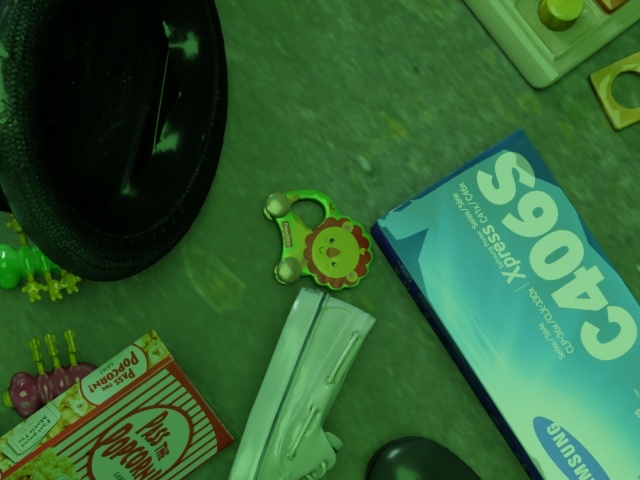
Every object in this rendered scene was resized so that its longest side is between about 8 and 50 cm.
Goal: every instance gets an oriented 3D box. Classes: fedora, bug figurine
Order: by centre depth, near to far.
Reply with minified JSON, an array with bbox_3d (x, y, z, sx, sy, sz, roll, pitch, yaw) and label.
[{"bbox_3d":[-0.218,-0.129,1.150,0.152,0.334,0.334,1,81,31],"label":"fedora"},{"bbox_3d":[-0.309,0.087,1.182,0.216,0.072,0.279,-10,80,-9],"label":"bug figurine"}]

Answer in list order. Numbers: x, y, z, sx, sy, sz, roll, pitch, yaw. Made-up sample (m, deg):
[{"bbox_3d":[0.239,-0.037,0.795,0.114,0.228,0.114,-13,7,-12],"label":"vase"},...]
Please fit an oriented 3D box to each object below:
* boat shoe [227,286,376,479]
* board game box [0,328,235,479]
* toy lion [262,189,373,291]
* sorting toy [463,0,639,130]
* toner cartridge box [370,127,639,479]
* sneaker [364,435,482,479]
[{"bbox_3d":[-0.022,0.178,1.180,0.088,0.096,0.268,19,74,4],"label":"boat shoe"},{"bbox_3d":[-0.187,0.183,1.142,0.193,0.147,0.045,-36,49,-6],"label":"board game box"},{"bbox_3d":[0.000,0.000,1.233,0.096,0.034,0.100,-9,83,-11],"label":"toy lion"},{"bbox_3d":[0.236,-0.271,1.271,0.196,0.047,0.348,-37,86,-7],"label":"sorting toy"},{"bbox_3d":[0.208,0.087,1.209,0.165,0.075,0.348,-33,86,-5],"label":"toner cartridge box"},{"bbox_3d":[0.144,0.322,1.142,0.122,0.146,0.331,-27,83,-5],"label":"sneaker"}]
